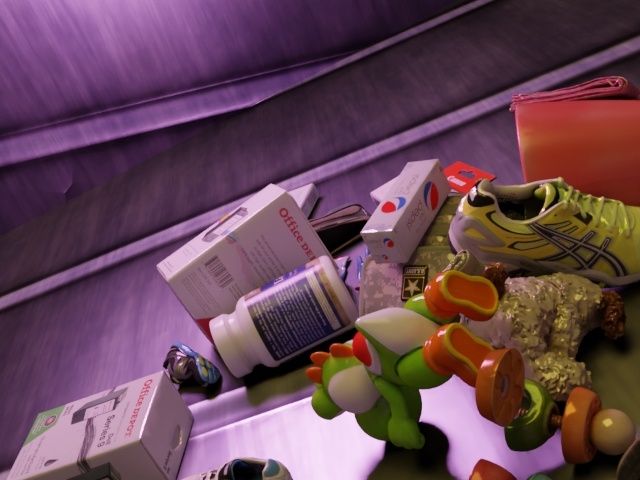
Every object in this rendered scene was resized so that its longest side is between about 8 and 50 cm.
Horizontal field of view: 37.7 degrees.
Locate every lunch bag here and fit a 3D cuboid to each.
[{"bbox_3d":[0.215,0.056,1.687,0.235,0.169,0.287,-3,41,37],"label":"lunch bag"}]

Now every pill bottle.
[{"bbox_3d":[-0.069,0.151,1.802,0.264,0.153,0.153,-27,24,1],"label":"pill bottle"}]

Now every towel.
[{"bbox_3d":[0.218,0.093,1.499,0.148,0.110,0.027,-55,41,5],"label":"towel"},{"bbox_3d":[0.553,-0.249,1.832,0.237,0.037,0.329,-4,-10,41],"label":"towel"}]

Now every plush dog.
[{"bbox_3d":[0.337,0.114,1.445,0.225,0.211,0.262,-15,13,-35],"label":"plush dog"}]

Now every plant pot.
[{"bbox_3d":[0.494,-0.133,1.685,0.243,0.275,0.275,-9,28,15],"label":"plant pot"}]

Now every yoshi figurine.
[{"bbox_3d":[0.135,0.196,1.388,0.203,0.203,0.362,-21,-12,-42],"label":"yoshi figurine"}]

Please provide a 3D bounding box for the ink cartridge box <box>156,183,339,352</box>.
[{"bbox_3d":[-0.150,0.062,1.952,0.306,0.226,0.131,-37,22,-11],"label":"ink cartridge box"}]

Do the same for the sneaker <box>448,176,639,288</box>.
[{"bbox_3d":[0.407,-0.020,1.516,0.384,0.147,0.145,0,51,-4],"label":"sneaker"}]

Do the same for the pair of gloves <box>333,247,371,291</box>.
[{"bbox_3d":[0.061,0.068,1.991,0.198,0.023,0.159,-14,27,26],"label":"pair of gloves"}]

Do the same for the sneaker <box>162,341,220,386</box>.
[{"bbox_3d":[-0.266,0.266,1.908,0.078,0.067,0.188,-57,33,-10],"label":"sneaker"}]

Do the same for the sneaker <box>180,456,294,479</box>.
[{"bbox_3d":[-0.150,0.386,1.504,0.237,0.086,0.085,-15,29,29],"label":"sneaker"}]

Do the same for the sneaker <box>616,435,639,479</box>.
[{"bbox_3d":[0.537,0.209,1.137,0.410,0.158,0.182,-30,-7,-1],"label":"sneaker"}]

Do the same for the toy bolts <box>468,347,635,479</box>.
[{"bbox_3d":[0.289,0.263,1.180,0.158,0.218,0.228,5,57,35],"label":"toy bolts"}]

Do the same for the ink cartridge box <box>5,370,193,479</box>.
[{"bbox_3d":[-0.402,0.382,1.728,0.289,0.121,0.211,-21,25,14],"label":"ink cartridge box"}]

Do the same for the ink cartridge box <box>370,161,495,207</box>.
[{"bbox_3d":[0.252,-0.125,2.140,0.232,0.066,0.189,-35,25,-7],"label":"ink cartridge box"}]

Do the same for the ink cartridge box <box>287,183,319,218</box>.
[{"bbox_3d":[-0.131,-0.047,2.391,0.224,0.045,0.223,-16,26,26],"label":"ink cartridge box"}]

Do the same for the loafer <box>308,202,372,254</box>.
[{"bbox_3d":[0.000,0.000,2.112,0.267,0.096,0.084,-32,30,-14],"label":"loafer"}]

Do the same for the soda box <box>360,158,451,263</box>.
[{"bbox_3d":[0.155,-0.054,1.666,0.069,0.074,0.216,-4,37,38],"label":"soda box"}]
